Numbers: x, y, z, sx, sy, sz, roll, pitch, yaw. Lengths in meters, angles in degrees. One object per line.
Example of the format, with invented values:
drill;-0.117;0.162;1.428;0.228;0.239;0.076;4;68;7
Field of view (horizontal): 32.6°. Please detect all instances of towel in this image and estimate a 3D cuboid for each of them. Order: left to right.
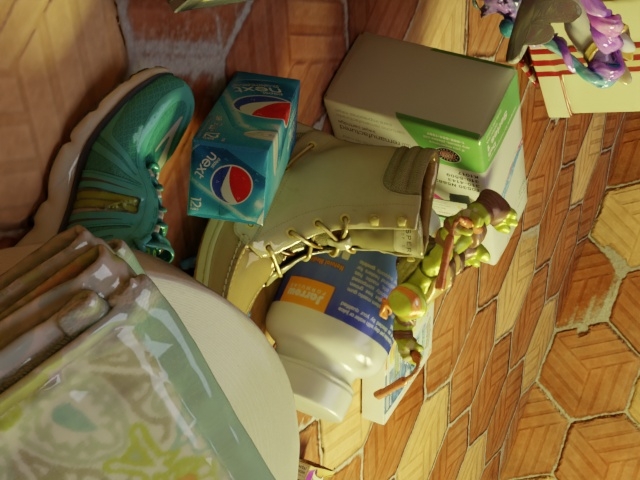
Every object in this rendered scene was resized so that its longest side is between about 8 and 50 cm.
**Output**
towel;-0.178;0.213;0.698;0.320;0.090;0.375;-37;126;-17

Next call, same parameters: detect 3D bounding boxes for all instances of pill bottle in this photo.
pill bottle;0.026;0.069;1.295;0.272;0.152;0.152;-65;156;-17

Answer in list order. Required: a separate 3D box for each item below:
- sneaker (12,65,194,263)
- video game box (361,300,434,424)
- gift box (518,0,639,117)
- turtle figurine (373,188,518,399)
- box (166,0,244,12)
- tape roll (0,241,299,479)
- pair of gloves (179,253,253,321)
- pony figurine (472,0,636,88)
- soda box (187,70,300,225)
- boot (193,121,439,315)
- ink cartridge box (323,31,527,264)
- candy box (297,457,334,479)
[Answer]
sneaker;-0.160;-0.008;0.870;0.275;0.109;0.107;-67;157;-15
video game box;0.123;0.154;1.713;0.187;0.048;0.205;-52;150;-45
gift box;0.497;-0.392;1.920;0.255;0.258;0.276;-48;127;-42
turtle figurine;0.125;0.039;1.217;0.217;0.087;0.270;-39;154;-47
box;0.063;-0.332;0.927;0.318;0.097;0.395;-36;177;33
tape roll;-0.190;0.190;0.780;0.392;0.072;0.392;-15;117;-33
pair of gloves;-0.118;0.088;1.146;0.159;0.023;0.198;-46;146;-47
pony figurine;0.270;-0.348;1.272;0.302;0.363;0.351;-39;175;0
soda box;-0.065;-0.089;0.992;0.210;0.067;0.071;-77;174;-65
boot;0.000;0.000;1.083;0.095;0.203;0.262;78;28;-56
ink cartridge box;0.138;-0.107;1.357;0.117;0.201;0.278;-62;155;-24
candy box;-0.049;0.387;1.479;0.187;0.053;0.109;-68;157;-9
